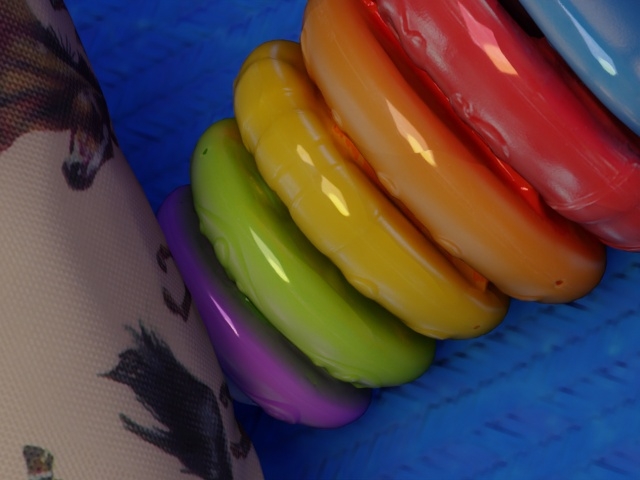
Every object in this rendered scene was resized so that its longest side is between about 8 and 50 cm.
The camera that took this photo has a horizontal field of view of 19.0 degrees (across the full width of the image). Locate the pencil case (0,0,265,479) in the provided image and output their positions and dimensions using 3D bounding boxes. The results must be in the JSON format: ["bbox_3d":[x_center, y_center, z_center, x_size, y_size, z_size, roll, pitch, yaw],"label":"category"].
[{"bbox_3d":[-0.117,0.068,0.595,0.183,0.160,0.410,-17,102,28],"label":"pencil case"}]

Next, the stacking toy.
[{"bbox_3d":[0.000,0.000,0.679,0.302,0.175,0.165,-41,67,16],"label":"stacking toy"}]
